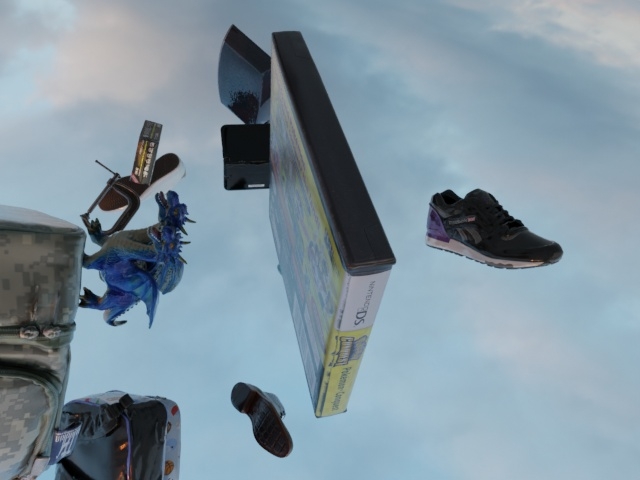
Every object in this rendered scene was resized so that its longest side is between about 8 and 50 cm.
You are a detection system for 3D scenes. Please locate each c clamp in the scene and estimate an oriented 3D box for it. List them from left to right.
[{"bbox_3d":[-0.503,-0.086,1.214,0.137,0.022,0.160,30,-106,-20],"label":"c clamp"}]

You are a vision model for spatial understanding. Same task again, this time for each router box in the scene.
[{"bbox_3d":[-0.340,-0.174,1.012,0.038,0.092,0.122,13,-156,-20],"label":"router box"}]

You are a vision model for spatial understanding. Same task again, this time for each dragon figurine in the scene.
[{"bbox_3d":[-0.238,0.056,0.683,0.144,0.289,0.085,15,-141,2],"label":"dragon figurine"}]

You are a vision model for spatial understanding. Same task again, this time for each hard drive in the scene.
[{"bbox_3d":[-0.184,-0.384,1.278,0.172,0.254,0.054,43,-115,7],"label":"hard drive"}]

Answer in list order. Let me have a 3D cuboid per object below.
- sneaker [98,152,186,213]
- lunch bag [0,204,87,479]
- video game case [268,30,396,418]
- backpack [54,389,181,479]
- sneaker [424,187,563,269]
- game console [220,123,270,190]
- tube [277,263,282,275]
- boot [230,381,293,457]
[{"bbox_3d":[-0.552,-0.159,1.637,0.290,0.123,0.105,-30,-107,-5],"label":"sneaker"},{"bbox_3d":[-0.368,0.089,0.435,0.305,0.255,0.213,8,-176,-39],"label":"lunch bag"},{"bbox_3d":[-0.010,-0.011,0.486,0.035,0.248,0.274,-7,-128,-12],"label":"video game case"},{"bbox_3d":[-0.430,0.431,1.079,0.264,0.276,0.213,1,175,29],"label":"backpack"},{"bbox_3d":[0.307,-0.030,0.961,0.107,0.124,0.283,-14,-161,-37],"label":"sneaker"},{"bbox_3d":[-0.123,-0.155,0.970,0.122,0.107,0.071,-4,-128,-13],"label":"game console"},{"bbox_3d":[0.000,0.000,1.029,0.052,0.207,0.080,49,-163,12],"label":"tube"},{"bbox_3d":[-0.099,0.385,1.123,0.106,0.082,0.219,25,-172,-44],"label":"boot"}]
